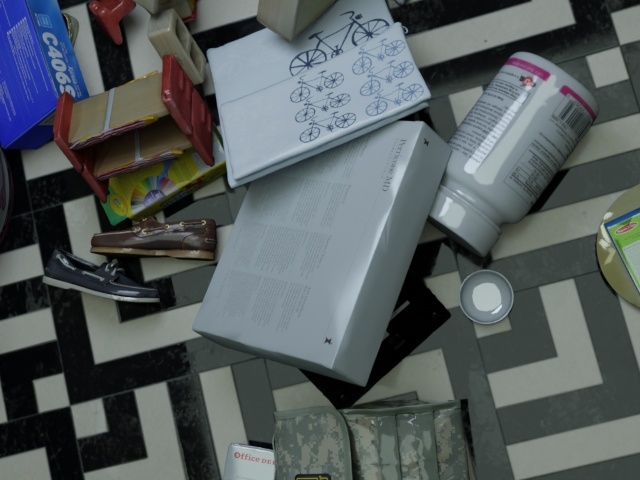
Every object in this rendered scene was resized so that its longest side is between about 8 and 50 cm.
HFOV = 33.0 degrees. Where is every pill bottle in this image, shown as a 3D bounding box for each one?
[{"bbox_3d":[0.273,-0.126,1.621,0.160,0.160,0.283,36,89,13],"label":"pill bottle"}]

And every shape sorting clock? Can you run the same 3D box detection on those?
[{"bbox_3d":[0.521,0.008,1.620,0.206,0.040,0.206,-2,83,13],"label":"shape sorting clock"}]

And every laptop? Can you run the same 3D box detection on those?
[{"bbox_3d":[0.025,0.088,1.710,0.234,0.136,0.264,-42,103,2],"label":"laptop"}]

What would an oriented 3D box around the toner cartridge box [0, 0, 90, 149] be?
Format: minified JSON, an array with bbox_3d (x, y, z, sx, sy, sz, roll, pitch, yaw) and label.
[{"bbox_3d":[-0.505,-0.341,1.798,0.165,0.075,0.348,-27,77,34],"label":"toner cartridge box"}]

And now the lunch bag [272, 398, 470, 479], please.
[{"bbox_3d":[0.069,0.355,1.572,0.287,0.169,0.235,-5,81,0],"label":"lunch bag"}]

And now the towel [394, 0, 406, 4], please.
[{"bbox_3d":[0.156,-0.546,1.767,0.285,0.034,0.209,-45,78,1],"label":"towel"}]

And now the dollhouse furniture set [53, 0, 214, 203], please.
[{"bbox_3d":[-0.285,-0.267,1.729,0.201,0.152,0.374,-16,48,15],"label":"dollhouse furniture set"}]

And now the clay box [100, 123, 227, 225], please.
[{"bbox_3d":[-0.264,-0.124,1.769,0.222,0.053,0.127,-29,76,6],"label":"clay box"}]

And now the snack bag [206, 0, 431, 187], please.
[{"bbox_3d":[-0.016,-0.257,1.657,0.323,0.037,0.342,-22,46,10],"label":"snack bag"}]

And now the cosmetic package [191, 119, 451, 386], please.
[{"bbox_3d":[0.000,0.000,1.598,0.284,0.097,0.377,10,73,43],"label":"cosmetic package"}]

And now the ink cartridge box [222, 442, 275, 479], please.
[{"bbox_3d":[-0.096,0.394,1.661,0.109,0.063,0.150,8,83,10],"label":"ink cartridge box"}]

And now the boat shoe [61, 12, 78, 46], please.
[{"bbox_3d":[-0.445,-0.322,1.833,0.050,0.045,0.135,4,83,10],"label":"boat shoe"}]

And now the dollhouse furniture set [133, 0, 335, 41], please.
[{"bbox_3d":[-0.139,-0.528,1.631,0.394,0.256,0.362,36,59,11],"label":"dollhouse furniture set"}]

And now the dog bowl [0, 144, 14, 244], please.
[{"bbox_3d":[-0.695,-0.076,1.790,0.408,0.150,0.408,-1,82,9],"label":"dog bowl"}]

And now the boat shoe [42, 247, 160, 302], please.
[{"bbox_3d":[-0.353,0.059,1.749,0.206,0.075,0.065,11,87,16],"label":"boat shoe"}]

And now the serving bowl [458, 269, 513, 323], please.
[{"bbox_3d":[0.255,0.088,1.662,0.083,0.027,0.083,-2,81,10],"label":"serving bowl"}]

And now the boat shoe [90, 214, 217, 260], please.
[{"bbox_3d":[-0.268,-0.005,1.746,0.207,0.073,0.073,1,86,2],"label":"boat shoe"}]
